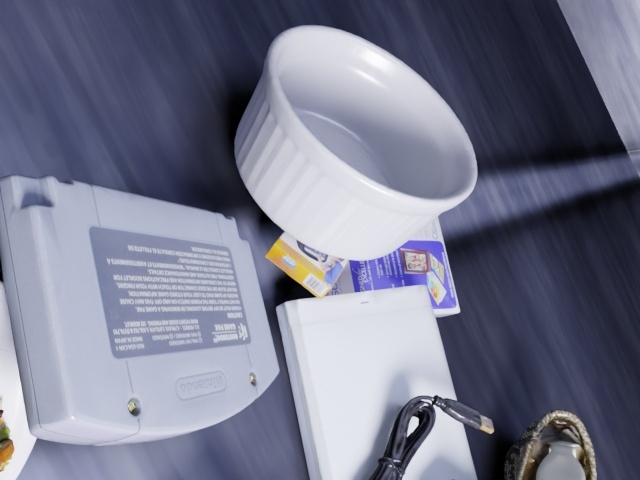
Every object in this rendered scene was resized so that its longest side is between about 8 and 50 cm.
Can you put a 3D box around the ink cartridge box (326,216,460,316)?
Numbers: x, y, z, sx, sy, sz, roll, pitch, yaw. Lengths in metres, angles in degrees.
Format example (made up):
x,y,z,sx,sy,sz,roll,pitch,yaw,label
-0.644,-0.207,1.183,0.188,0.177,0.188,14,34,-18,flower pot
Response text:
x,y,z,sx,sy,sz,roll,pitch,yaw,label
0.075,0.005,0.890,0.208,0.045,0.206,2,68,-30,ink cartridge box

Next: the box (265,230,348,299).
x,y,z,sx,sy,sz,roll,pitch,yaw,label
0.000,0.000,0.785,0.081,0.028,0.136,38,42,-2,box

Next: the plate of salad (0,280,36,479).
x,y,z,sx,sy,sz,roll,pitch,yaw,label
-0.240,0.115,0.407,0.200,0.048,0.200,-33,128,-56,plate of salad

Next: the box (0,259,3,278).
x,y,z,sx,sy,sz,roll,pitch,yaw,label
-0.370,-0.075,0.384,0.257,0.079,0.322,-32,97,-51,box

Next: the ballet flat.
x,y,z,sx,sy,sz,roll,pitch,yaw,label
0.285,0.418,0.838,0.483,0.164,0.182,-66,161,-47,ballet flat

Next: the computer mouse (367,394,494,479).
x,y,z,sx,sy,sz,roll,pitch,yaw,label
0.166,0.286,0.723,0.262,0.060,0.184,28,63,-5,computer mouse

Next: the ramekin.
x,y,z,sx,sy,sz,roll,pitch,yaw,label
0.034,-0.109,0.786,0.277,0.135,0.277,21,42,-21,ramekin

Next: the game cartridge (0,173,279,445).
x,y,z,sx,sy,sz,roll,pitch,yaw,label
-0.133,0.062,0.559,0.297,0.062,0.198,14,64,-67,game cartridge

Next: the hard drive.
x,y,z,sx,sy,sz,roll,pitch,yaw,label
0.073,0.211,0.757,0.203,0.040,0.308,-4,73,-31,hard drive
